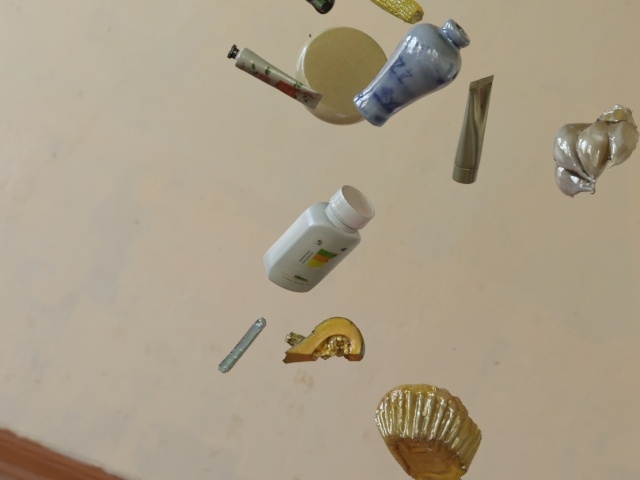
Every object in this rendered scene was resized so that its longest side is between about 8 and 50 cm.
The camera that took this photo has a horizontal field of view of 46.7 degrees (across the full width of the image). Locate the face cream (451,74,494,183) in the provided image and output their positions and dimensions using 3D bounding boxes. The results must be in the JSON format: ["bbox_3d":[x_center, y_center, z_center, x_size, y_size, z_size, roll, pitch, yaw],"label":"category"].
[{"bbox_3d":[0.481,-0.347,2.346,0.084,0.341,0.137,28,37,35],"label":"face cream"}]

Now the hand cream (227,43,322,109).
[{"bbox_3d":[-0.105,-0.374,1.699,0.234,0.050,0.080,29,-20,-6],"label":"hand cream"}]

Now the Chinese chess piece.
[{"bbox_3d":[0.058,-0.444,2.004,0.273,0.273,0.102,23,-12,-12],"label":"Chinese chess piece"}]

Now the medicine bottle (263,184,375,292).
[{"bbox_3d":[0.000,0.000,1.816,0.161,0.296,0.111,22,34,-38],"label":"medicine bottle"}]

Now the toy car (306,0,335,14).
[{"bbox_3d":[-0.023,-0.688,2.053,0.142,0.069,0.055,41,37,-4],"label":"toy car"}]

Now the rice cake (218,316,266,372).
[{"bbox_3d":[-0.209,0.283,1.985,0.033,0.208,0.033,46,25,15],"label":"rice cake"}]

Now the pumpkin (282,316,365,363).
[{"bbox_3d":[0.007,0.294,2.190,0.247,0.126,0.131,-2,-17,2],"label":"pumpkin"}]

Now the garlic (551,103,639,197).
[{"bbox_3d":[0.743,-0.227,2.018,0.237,0.292,0.210,13,-40,48],"label":"garlic"}]

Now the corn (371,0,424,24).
[{"bbox_3d":[0.187,-0.623,1.925,0.206,0.067,0.067,46,14,32],"label":"corn"}]

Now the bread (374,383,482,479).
[{"bbox_3d":[0.256,0.475,1.814,0.274,0.274,0.149,23,44,7],"label":"bread"}]

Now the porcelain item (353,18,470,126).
[{"bbox_3d":[0.187,-0.345,1.521,0.141,0.259,0.141,39,29,-26],"label":"porcelain item"}]
